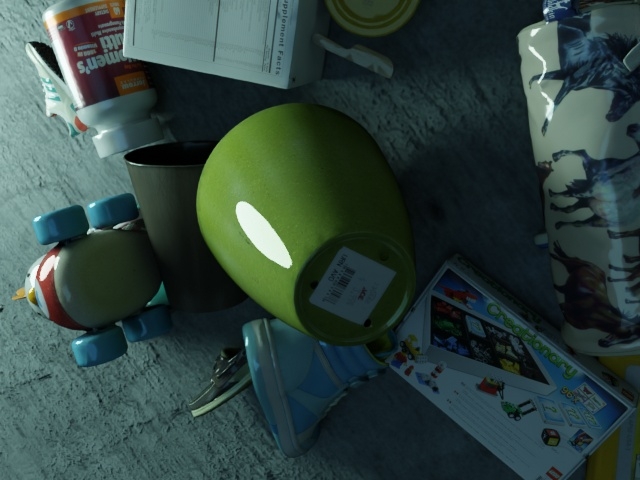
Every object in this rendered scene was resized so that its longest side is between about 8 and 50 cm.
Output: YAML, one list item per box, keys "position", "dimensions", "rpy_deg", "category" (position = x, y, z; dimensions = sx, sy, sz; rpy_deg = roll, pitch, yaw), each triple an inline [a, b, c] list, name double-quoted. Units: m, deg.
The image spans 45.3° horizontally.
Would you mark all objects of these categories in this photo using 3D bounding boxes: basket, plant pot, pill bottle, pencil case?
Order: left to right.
- position: [-0.312, -0.240, 1.123]
  dimensions: [0.121, 0.121, 0.221]
  rpy_deg: [-13, 102, 23]
  category: "pill bottle"
- position: [-0.178, -0.021, 1.133]
  dimensions: [0.204, 0.154, 0.226]
  rpy_deg: [5, 112, 22]
  category: "basket"
- position: [0.000, 0.000, 0.935]
  dimensions: [0.275, 0.293, 0.274]
  rpy_deg: [-5, 114, -12]
  category: "plant pot"
- position: [0.334, -0.072, 0.872]
  dimensions: [0.160, 0.183, 0.410]
  rpy_deg: [-9, 92, -14]
  category: "pencil case"

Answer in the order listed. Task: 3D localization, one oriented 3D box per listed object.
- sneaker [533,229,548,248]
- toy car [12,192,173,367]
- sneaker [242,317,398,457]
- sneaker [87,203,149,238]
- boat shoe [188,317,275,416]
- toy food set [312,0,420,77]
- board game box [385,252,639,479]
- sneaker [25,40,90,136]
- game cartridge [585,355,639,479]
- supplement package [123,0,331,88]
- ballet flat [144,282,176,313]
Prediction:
- position: [0.359, 0.021, 0.998]
  dimensions: [0.152, 0.058, 0.084]
  rpy_deg: [-5, 96, 15]
  category: "sneaker"
- position: [-0.381, 0.069, 1.149]
  dimensions: [0.238, 0.210, 0.219]
  rpy_deg: [-14, 96, 28]
  category: "toy car"
- position: [0.018, 0.207, 1.122]
  dimensions: [0.208, 0.127, 0.319]
  rpy_deg: [-16, 143, -2]
  category: "sneaker"
- position: [-0.334, 0.003, 1.243]
  dimensions: [0.166, 0.065, 0.076]
  rpy_deg: [-23, 102, 26]
  category: "sneaker"
- position: [-0.132, 0.201, 1.225]
  dimensions: [0.223, 0.080, 0.073]
  rpy_deg: [-37, 86, 20]
  category: "boat shoe"
- position: [0.072, -0.332, 0.983]
  dimensions: [0.128, 0.071, 0.217]
  rpy_deg: [19, 107, 7]
  category: "toy food set"
- position: [0.251, 0.186, 1.064]
  dimensions: [0.305, 0.053, 0.193]
  rpy_deg: [39, 118, 14]
  category: "board game box"
- position: [-0.416, -0.234, 1.198]
  dimensions: [0.075, 0.057, 0.161]
  rpy_deg: [-39, 94, 20]
  category: "sneaker"
- position: [0.510, 0.229, 1.013]
  dimensions: [0.285, 0.053, 0.323]
  rpy_deg: [5, 109, 18]
  category: "game cartridge"
- position: [-0.122, -0.296, 1.030]
  dimensions: [0.244, 0.134, 0.139]
  rpy_deg: [15, 111, 15]
  category: "supplement package"
- position: [-0.298, 0.103, 1.266]
  dimensions: [0.213, 0.072, 0.068]
  rpy_deg: [0, 134, 21]
  category: "ballet flat"
